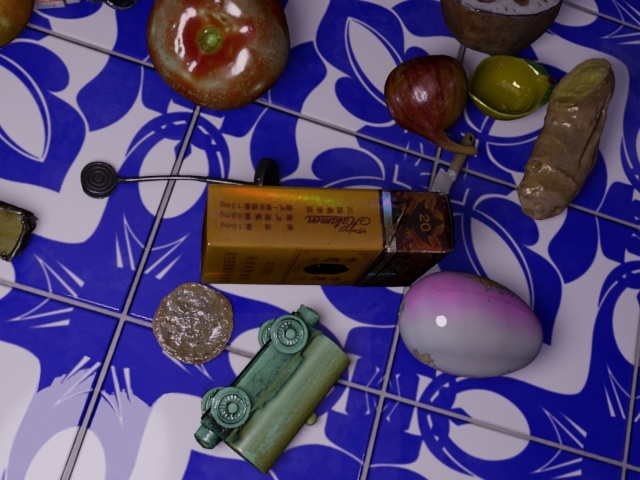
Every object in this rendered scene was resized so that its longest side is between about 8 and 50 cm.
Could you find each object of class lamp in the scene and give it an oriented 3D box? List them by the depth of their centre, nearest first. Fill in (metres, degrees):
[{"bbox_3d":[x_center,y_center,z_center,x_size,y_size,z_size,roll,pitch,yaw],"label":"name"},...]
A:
[{"bbox_3d":[-0.256,-0.124,1.384,0.371,0.108,0.130,11,73,-8],"label":"lamp"}]

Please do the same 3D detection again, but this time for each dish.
[{"bbox_3d":[0.395,-0.315,1.589,0.207,0.080,0.149,-4,73,-11],"label":"dish"}]

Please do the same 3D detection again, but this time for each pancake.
[{"bbox_3d":[-0.228,0.151,1.352,0.151,0.025,0.152,3,72,-10],"label":"pancake"}]

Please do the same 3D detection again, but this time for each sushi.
[{"bbox_3d":[-0.648,-0.043,1.282,0.291,0.131,0.139,23,93,-11],"label":"sushi"}]

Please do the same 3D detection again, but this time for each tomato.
[{"bbox_3d":[-0.187,-0.387,1.408,0.270,0.222,0.270,1,106,4],"label":"tomato"}]

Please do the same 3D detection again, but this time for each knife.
[{"bbox_3d":[0.254,-0.126,1.493,0.047,0.017,0.298,46,53,-22],"label":"knife"}]

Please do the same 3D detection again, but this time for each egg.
[{"bbox_3d":[0.275,0.160,1.366,0.271,0.196,0.196,25,70,-20],"label":"egg"}]

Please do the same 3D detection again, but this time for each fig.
[{"bbox_3d":[0.222,-0.266,1.501,0.175,0.175,0.207,-8,85,-13],"label":"fig"}]

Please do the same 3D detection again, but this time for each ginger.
[{"bbox_3d":[0.511,-0.207,1.527,0.190,0.126,0.354,13,99,-36],"label":"ginger"}]

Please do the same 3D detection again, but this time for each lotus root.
[{"bbox_3d":[0.369,-0.509,1.588,0.272,0.192,0.272,0,65,-1],"label":"lotus root"}]

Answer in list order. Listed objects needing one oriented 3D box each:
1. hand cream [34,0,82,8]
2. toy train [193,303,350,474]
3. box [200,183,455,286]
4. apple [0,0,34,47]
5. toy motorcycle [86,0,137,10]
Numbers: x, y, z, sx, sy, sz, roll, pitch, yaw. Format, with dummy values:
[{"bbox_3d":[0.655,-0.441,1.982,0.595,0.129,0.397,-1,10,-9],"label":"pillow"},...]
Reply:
[{"bbox_3d":[-0.585,-0.482,1.469,0.216,0.038,0.052,-4,47,-9],"label":"hand cream"},{"bbox_3d":[-0.079,0.260,1.296,0.189,0.126,0.307,40,70,2],"label":"toy train"},{"bbox_3d":[0.000,-0.001,1.318,0.415,0.264,0.116,2,72,-11],"label":"box"},{"bbox_3d":[-0.648,-0.463,1.334,0.246,0.226,0.246,0,93,-3],"label":"apple"},{"bbox_3d":[-0.372,-0.612,1.486,0.358,0.125,0.212,-43,101,-25],"label":"toy motorcycle"}]
